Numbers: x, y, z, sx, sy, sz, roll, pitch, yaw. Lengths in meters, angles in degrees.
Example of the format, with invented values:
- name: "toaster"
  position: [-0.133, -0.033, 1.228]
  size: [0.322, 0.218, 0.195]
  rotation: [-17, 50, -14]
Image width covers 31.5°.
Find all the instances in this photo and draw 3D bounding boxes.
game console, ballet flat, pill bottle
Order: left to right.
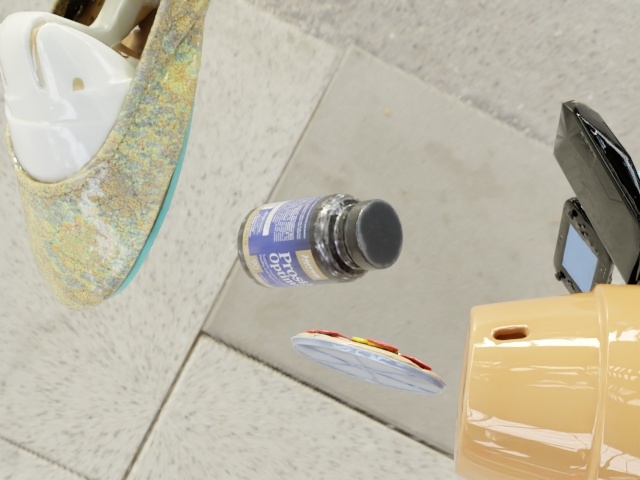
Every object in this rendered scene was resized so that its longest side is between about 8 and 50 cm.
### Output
- name: "ballet flat"
  position: [-0.120, -0.136, 0.646]
  size: [0.123, 0.123, 0.348]
  rotation: [19, 88, -5]
- name: "pill bottle"
  position: [0.000, 0.000, 1.551]
  size: [0.123, 0.219, 0.122]
  rotation: [7, 80, -46]
- name: "game console"
  position: [0.352, -0.004, 1.447]
  size: [0.044, 0.361, 0.213]
  rotation: [-19, 59, -5]

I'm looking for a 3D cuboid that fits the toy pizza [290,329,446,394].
- name: "toy pizza"
  position: [0.061, 0.146, 1.402]
  size: [0.201, 0.201, 0.032]
  rotation: [19, 76, -5]

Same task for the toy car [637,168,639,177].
- name: "toy car"
  position: [0.530, -0.053, 1.429]
  size: [0.238, 0.210, 0.219]
  rotation: [17, 54, 29]

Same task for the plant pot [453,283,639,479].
- name: "plant pot"
  position: [0.265, 0.186, 1.318]
  size: [0.204, 0.291, 0.290]
  rotation: [6, 81, 7]
